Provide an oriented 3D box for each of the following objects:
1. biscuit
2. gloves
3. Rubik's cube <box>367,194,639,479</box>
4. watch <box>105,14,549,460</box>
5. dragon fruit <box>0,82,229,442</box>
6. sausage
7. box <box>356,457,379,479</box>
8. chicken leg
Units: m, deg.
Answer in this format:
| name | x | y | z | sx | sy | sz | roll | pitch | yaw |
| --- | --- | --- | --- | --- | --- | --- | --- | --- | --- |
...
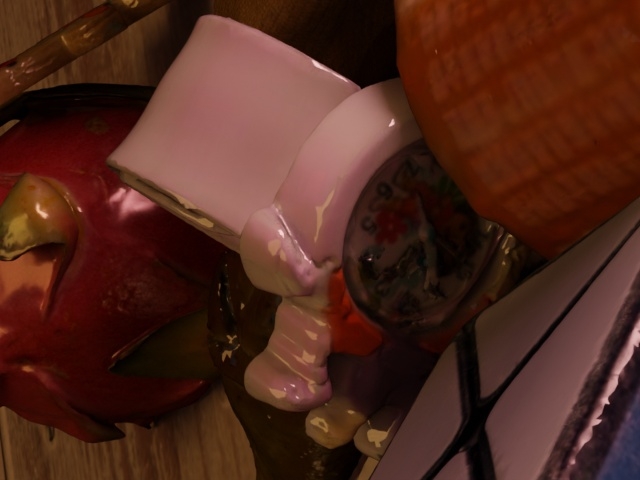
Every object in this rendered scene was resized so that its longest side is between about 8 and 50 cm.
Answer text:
| name | x | y | z | sx | sy | sz | roll | pitch | yaw |
| --- | --- | --- | --- | --- | --- | --- | --- | --- | --- |
| biscuit | -0.202 | -0.158 | 1.490 | 0.030 | 0.234 | 0.153 | 59 | 166 | -12 |
| gloves | 0.022 | -0.183 | 1.166 | 0.155 | 0.203 | 0.356 | 61 | 145 | 10 |
| Rubik's cube | 0.159 | 0.154 | 0.816 | 0.259 | 0.260 | 0.255 | 39 | 146 | -4 |
| watch | 0.000 | 0.000 | 1.052 | 0.231 | 0.244 | 0.196 | 26 | 82 | 48 |
| dragon fruit | -0.219 | 0.018 | 1.506 | 0.305 | 0.226 | 0.305 | 0 | 91 | 59 |
| sausage | 0.204 | -0.126 | 0.869 | 0.287 | 0.233 | 0.233 | -31 | 65 | 54 |
| box | 0.123 | 0.215 | 1.116 | 0.274 | 0.091 | 0.220 | 53 | 132 | 42 |
| chicken leg | -0.019 | 0.097 | 1.282 | 0.211 | 0.140 | 0.361 | 61 | 141 | 45 |
